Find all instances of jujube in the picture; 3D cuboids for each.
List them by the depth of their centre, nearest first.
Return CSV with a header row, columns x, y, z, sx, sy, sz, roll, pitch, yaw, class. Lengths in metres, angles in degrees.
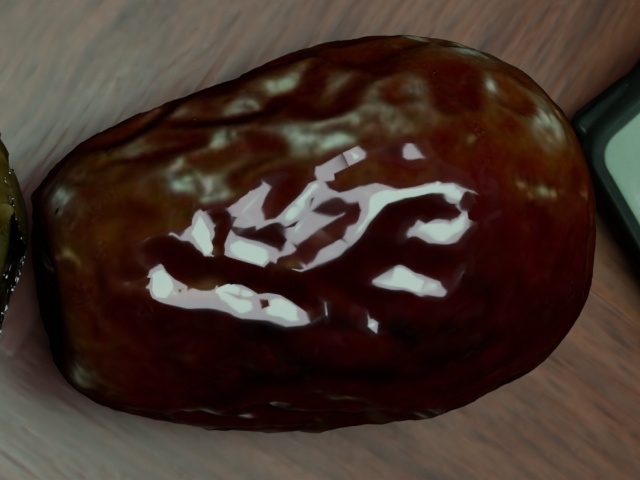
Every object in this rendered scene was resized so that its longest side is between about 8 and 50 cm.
x,y,z,sx,sy,sz,roll,pitch,yaw,class
0.000,0.000,1.133,0.318,0.223,0.223,-9,91,-15,jujube

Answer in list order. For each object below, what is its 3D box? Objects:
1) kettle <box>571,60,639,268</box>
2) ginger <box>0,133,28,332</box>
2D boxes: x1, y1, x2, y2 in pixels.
x,y,z,sx,sy,sz,roll,pitch,yaw,class
0.384,-0.029,1.281,0.361,0.250,0.377,-41,100,12,kettle
-0.222,0.072,1.092,0.107,0.133,0.309,5,85,10,ginger
